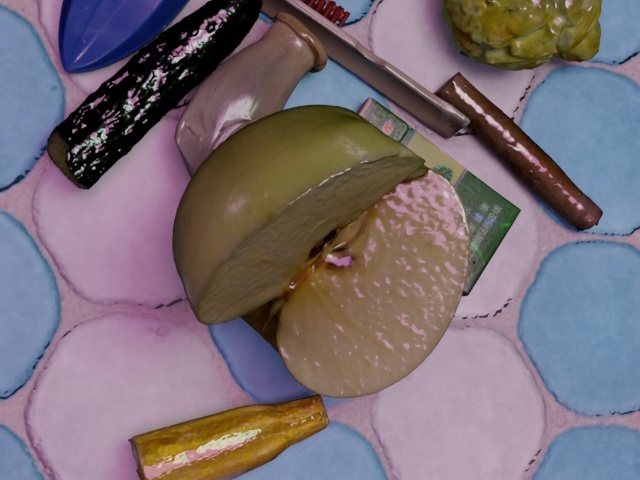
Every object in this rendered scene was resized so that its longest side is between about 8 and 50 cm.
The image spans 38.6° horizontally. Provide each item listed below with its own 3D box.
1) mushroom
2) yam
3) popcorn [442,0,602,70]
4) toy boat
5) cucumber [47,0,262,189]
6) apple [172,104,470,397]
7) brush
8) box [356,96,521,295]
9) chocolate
[{"bbox_3d":[-0.087,-0.149,1.030,0.108,0.096,0.247,31,76,-2],"label":"mushroom"},{"bbox_3d":[0.250,-0.107,1.135,0.264,0.046,0.046,42,76,-5],"label":"yam"},{"bbox_3d":[0.251,-0.284,1.100,0.213,0.198,0.197,14,80,-37],"label":"popcorn"},{"bbox_3d":[-0.200,-0.309,1.030,0.129,0.088,0.295,36,88,-9],"label":"toy boat"},{"bbox_3d":[-0.179,-0.182,1.020,0.303,0.081,0.072,-47,121,-16],"label":"cucumber"},{"bbox_3d":[-0.004,-0.005,0.949,0.295,0.233,0.257,35,97,-34],"label":"apple"},{"bbox_3d":[0.043,-0.231,1.091,0.321,0.060,0.050,34,67,-8],"label":"brush"},{"bbox_3d":[0.114,-0.051,1.101,0.235,0.034,0.132,36,78,-8],"label":"box"},{"bbox_3d":[-0.095,0.218,1.000,0.219,0.086,0.085,-17,89,-17],"label":"chocolate"}]
